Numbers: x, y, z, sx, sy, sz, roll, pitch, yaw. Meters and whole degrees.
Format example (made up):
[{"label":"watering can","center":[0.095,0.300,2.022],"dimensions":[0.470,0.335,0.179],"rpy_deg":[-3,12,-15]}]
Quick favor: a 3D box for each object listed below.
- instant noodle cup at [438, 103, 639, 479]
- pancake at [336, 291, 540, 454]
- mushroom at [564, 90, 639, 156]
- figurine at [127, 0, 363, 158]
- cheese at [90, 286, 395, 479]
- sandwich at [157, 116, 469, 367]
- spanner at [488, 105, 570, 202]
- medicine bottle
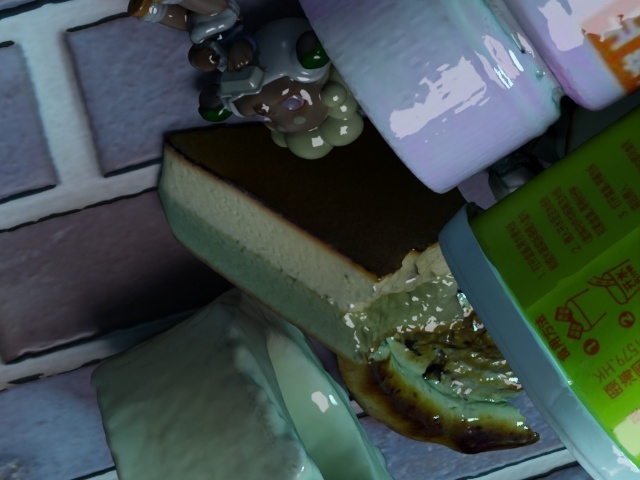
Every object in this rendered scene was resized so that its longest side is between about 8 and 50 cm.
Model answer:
[{"label":"instant noodle cup","center":[0.290,0.007,1.362],"dimensions":[0.308,0.294,0.294],"rpy_deg":[-40,136,16]},{"label":"pancake","center":[0.127,0.131,1.787],"dimensions":[0.257,0.056,0.212],"rpy_deg":[-10,137,-14]},{"label":"mushroom","center":[0.299,-0.107,1.557],"dimensions":[0.151,0.156,0.285],"rpy_deg":[-26,143,-52]},{"label":"figurine","center":[-0.048,-0.126,1.413],"dimensions":[0.197,0.093,0.147],"rpy_deg":[19,152,-35]},{"label":"cheese","center":[-0.042,0.217,1.595],"dimensions":[0.153,0.332,0.292],"rpy_deg":[-31,149,9]},{"label":"sandwich","center":[0.000,0.000,1.500],"dimensions":[0.220,0.186,0.108],"rpy_deg":[-3,133,-20]},{"label":"spanner","center":[0.195,-0.060,1.631],"dimensions":[0.325,0.040,0.095],"rpy_deg":[24,120,-41]},{"label":"medicine bottle","center":[0.190,-0.213,1.332],"dimensions":[0.388,0.219,0.219],"rpy_deg":[-33,138,10]}]
